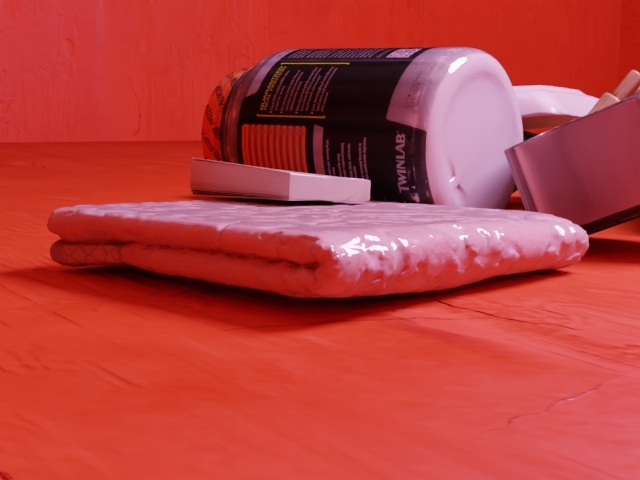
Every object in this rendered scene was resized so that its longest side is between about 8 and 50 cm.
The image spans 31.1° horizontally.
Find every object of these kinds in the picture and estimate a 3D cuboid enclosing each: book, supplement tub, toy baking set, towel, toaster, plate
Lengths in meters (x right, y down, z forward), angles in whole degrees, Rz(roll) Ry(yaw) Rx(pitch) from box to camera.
[{"bbox_3d":[-0.038,-0.053,1.050,0.096,0.035,0.144,1,5,-41],"label":"book"},{"bbox_3d":[0.036,-0.108,1.221,0.316,0.194,0.193,8,10,39],"label":"supplement tub"},{"bbox_3d":[0.351,-0.135,1.403,0.030,0.256,0.197,40,10,19],"label":"toy baking set"},{"bbox_3d":[0.000,0.000,0.933,0.317,0.053,0.332,6,8,41],"label":"towel"},{"bbox_3d":[0.275,-0.070,1.107,0.185,0.110,0.168,-22,0,27],"label":"toaster"},{"bbox_3d":[0.207,-0.161,1.441,0.278,0.045,0.277,-1,3,30],"label":"plate"}]

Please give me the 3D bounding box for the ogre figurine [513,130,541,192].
[{"bbox_3d":[0.260,-0.096,1.539,0.118,0.097,0.197,-4,-1,25],"label":"ogre figurine"}]
